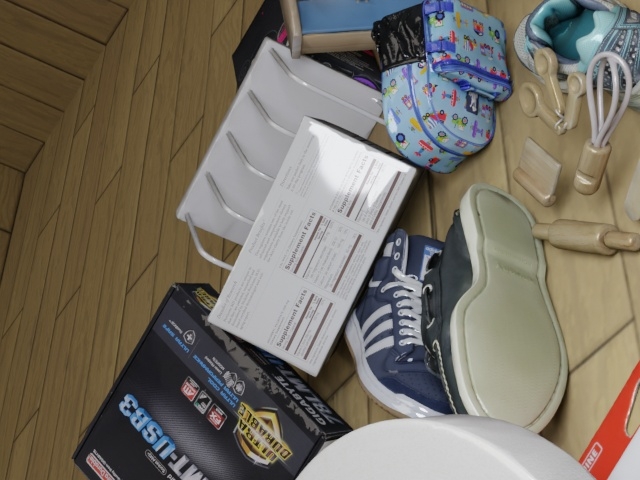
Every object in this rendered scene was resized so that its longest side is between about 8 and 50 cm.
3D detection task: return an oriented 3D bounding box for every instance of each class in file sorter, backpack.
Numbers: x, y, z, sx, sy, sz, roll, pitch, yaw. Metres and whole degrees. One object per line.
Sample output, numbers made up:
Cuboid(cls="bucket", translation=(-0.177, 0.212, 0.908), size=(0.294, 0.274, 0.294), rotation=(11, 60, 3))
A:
Cuboid(cls="file sorter", translation=(-0.035, -0.090, 1.861), size=(0.277, 0.193, 0.173), rotation=(-62, 22, 13))
Cuboid(cls="backpack", translation=(0.142, -0.171, 1.594), size=(0.117, 0.158, 0.173), rotation=(-18, 64, 40))

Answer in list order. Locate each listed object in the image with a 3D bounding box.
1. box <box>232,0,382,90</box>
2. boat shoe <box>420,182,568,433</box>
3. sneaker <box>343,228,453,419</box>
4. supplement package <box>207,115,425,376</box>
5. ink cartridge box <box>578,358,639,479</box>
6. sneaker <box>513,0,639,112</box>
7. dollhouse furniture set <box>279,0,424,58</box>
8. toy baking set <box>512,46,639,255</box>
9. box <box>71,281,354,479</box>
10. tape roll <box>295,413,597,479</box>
Cuboid(cls="box", translation=(-0.025, -0.255, 2.070), size=(0.165, 0.143, 0.270), rotation=(-57, 23, 23))
Cuboid(cls="boat shoe", translation=(0.150, 0.086, 1.349), size=(0.113, 0.127, 0.340), rotation=(-52, 24, 35))
Cuboid(cls="sneaker", translation=(0.106, 0.086, 1.486), size=(0.153, 0.099, 0.282), rotation=(-64, 19, 13))
Cuboid(cls="supplement package", translation=(0.000, 0.000, 1.661), size=(0.262, 0.145, 0.204), rotation=(-64, -4, 6))
Cuboid(cls="ink cartridge box", translation=(0.275, 0.148, 1.089), size=(0.275, 0.060, 0.239), rotation=(-62, 23, 12))
Cuboid(cls="sneaker", translation=(0.255, -0.211, 1.403), size=(0.110, 0.122, 0.283), rotation=(-64, 22, 4))
Cuboid(cls="dollhouse furniture set", translation=(0.054, -0.423, 1.768), size=(0.303, 0.198, 0.286), rotation=(99, 163, -54))
Cuboid(cls="toy baking set", translation=(0.243, -0.079, 1.298), size=(0.256, 0.030, 0.196), rotation=(19, 121, 63))
Cuboid(cls="box", translation=(-0.140, 0.253, 1.723), size=(0.295, 0.073, 0.293), rotation=(43, 111, 28))
Cuboid(cls="tape roll", translation=(0.099, 0.328, 1.073), size=(0.392, 0.072, 0.392), rotation=(-3, 86, 45))
